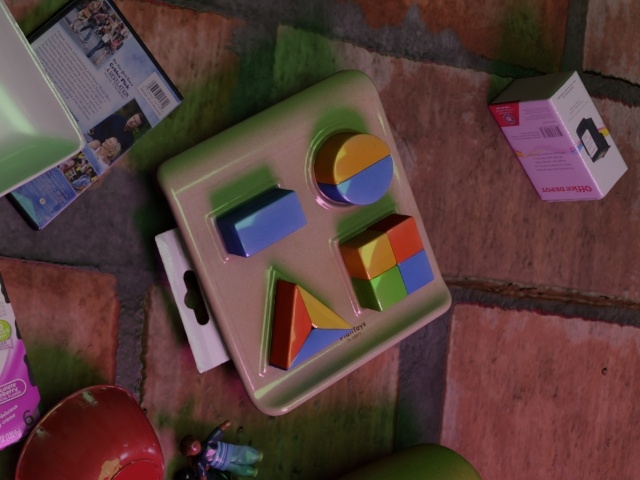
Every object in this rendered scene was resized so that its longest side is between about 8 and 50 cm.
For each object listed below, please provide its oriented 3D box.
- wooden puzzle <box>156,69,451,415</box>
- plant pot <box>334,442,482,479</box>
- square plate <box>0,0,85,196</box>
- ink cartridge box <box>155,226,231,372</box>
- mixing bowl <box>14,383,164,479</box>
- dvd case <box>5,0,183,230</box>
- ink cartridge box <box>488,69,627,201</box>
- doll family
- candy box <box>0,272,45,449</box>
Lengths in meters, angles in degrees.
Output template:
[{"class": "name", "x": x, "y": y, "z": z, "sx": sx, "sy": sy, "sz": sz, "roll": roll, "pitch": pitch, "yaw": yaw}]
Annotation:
[{"class": "wooden puzzle", "x": 0.000, "y": 0.000, "z": 1.750, "sx": 0.322, "sy": 0.080, "sz": 0.348, "roll": -30, "pitch": 106, "yaw": -25}, {"class": "plant pot", "x": 0.089, "y": 0.396, "z": 1.792, "sx": 0.293, "sy": 0.274, "sz": 0.275, "roll": -38, "pitch": 112, "yaw": -44}, {"class": "square plate", "x": -0.476, "y": -0.165, "z": 1.493, "sx": 0.347, "sy": 0.049, "sz": 0.344, "roll": -35, "pitch": 103, "yaw": -28}, {"class": "ink cartridge box", "x": -0.090, "y": 0.036, "z": 1.776, "sx": 0.232, "sy": 0.066, "sz": 0.189, "roll": -22, "pitch": 103, "yaw": -23}, {"class": "mixing bowl", "x": -0.246, "y": 0.267, "z": 1.601, "sx": 0.181, "sy": 0.098, "sz": 0.181, "roll": -28, "pitch": 133, "yaw": -35}, {"class": "dvd case", "x": -0.299, "y": -0.160, "z": 1.647, "sx": 0.253, "sy": 0.022, "sz": 0.180, "roll": -46, "pitch": 113, "yaw": -24}, {"class": "ink cartridge box", "x": 0.341, "y": -0.147, "z": 2.013, "sx": 0.072, "sy": 0.127, "sz": 0.175, "roll": -45, "pitch": 115, "yaw": -28}, {"class": "doll family", "x": -0.145, "y": 0.316, "z": 1.730, "sx": 0.111, "sy": 0.076, "sz": 0.193, "roll": 21, "pitch": 74, "yaw": -28}, {"class": "candy box", "x": -0.412, "y": 0.127, "z": 1.545, "sx": 0.159, "sy": 0.071, "sz": 0.233, "roll": -23, "pitch": 102, "yaw": -31}]
